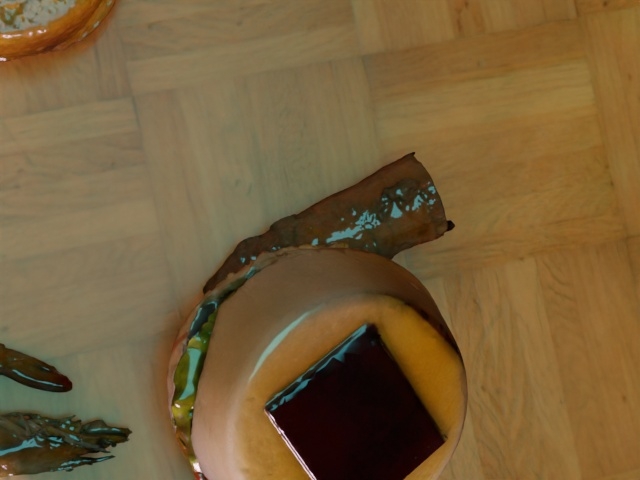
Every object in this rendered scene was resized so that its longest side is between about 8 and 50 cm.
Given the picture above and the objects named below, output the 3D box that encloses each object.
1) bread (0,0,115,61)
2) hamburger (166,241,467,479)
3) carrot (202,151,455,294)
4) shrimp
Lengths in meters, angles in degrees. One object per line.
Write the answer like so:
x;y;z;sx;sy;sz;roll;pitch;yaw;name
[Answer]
-0.293;-0.250;1.318;0.229;0.143;0.139;-23;90;-9;bread
-0.002;0.144;1.316;0.302;0.170;0.302;-7;108;-23;hamburger
0.000;0.000;1.395;0.263;0.102;0.102;-23;91;-6;carrot
-0.304;0.170;1.345;0.236;0.053;0.133;4;65;-7;shrimp
